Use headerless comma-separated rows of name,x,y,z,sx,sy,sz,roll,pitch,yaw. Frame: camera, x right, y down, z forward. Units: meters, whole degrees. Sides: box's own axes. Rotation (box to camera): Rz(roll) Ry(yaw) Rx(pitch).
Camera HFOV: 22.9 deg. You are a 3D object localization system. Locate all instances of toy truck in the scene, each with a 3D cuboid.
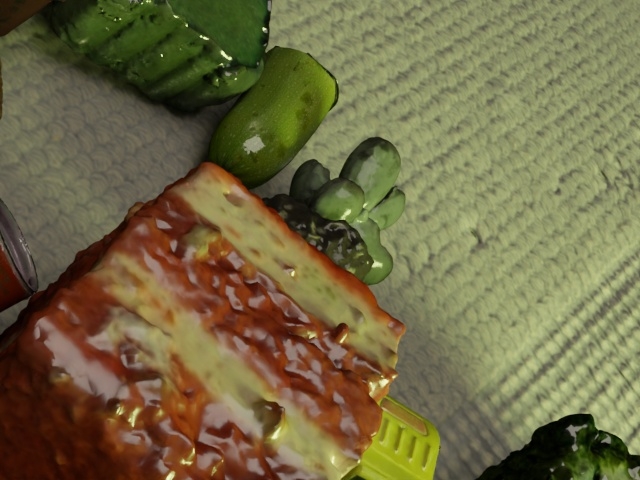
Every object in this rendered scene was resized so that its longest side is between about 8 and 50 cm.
toy truck,0.028,0.255,1.405,0.124,0.157,0.272,34,45,-17

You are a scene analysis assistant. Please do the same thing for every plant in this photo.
plant,0.000,0.000,1.569,0.149,0.146,0.274,46,42,-1

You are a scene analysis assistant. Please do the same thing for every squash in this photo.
squash,-0.057,-0.114,1.648,0.095,0.095,0.188,41,47,-11

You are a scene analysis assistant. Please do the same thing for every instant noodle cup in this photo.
instant noodle cup,-0.304,0.029,1.261,0.127,0.136,0.127,-22,90,-90

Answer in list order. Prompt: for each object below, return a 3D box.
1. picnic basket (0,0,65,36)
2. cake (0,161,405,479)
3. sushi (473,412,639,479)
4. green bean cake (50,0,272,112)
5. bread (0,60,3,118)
picnic basket,-0.370,-0.320,1.492,0.297,0.129,0.222,26,46,-26
cake,-0.126,0.128,1.284,0.269,0.270,0.319,42,41,-9
sushi,0.268,0.373,1.515,0.294,0.178,0.351,29,48,-25
green bean cake,-0.157,-0.255,1.624,0.227,0.125,0.222,27,47,-34
bread,-0.389,-0.158,1.302,0.306,0.159,0.305,32,28,-19
